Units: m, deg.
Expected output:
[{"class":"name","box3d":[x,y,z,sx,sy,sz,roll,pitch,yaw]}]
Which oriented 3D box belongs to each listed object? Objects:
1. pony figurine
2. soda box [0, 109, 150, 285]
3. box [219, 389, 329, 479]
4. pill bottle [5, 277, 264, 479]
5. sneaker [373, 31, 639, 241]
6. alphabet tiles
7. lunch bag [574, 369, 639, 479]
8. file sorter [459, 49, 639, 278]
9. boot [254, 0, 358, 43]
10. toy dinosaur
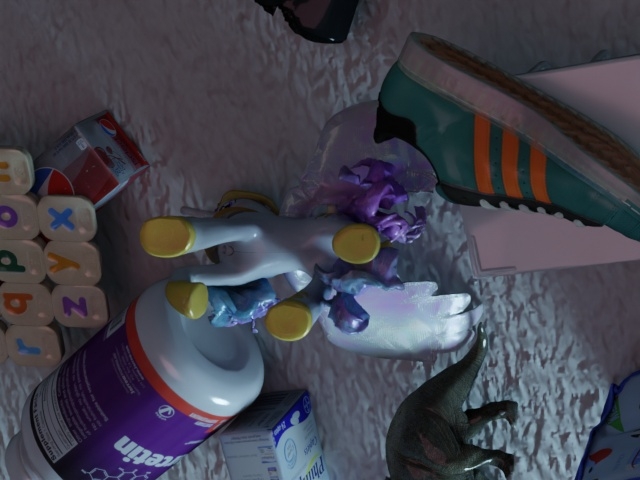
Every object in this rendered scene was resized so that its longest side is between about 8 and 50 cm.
[{"class":"pony figurine","box3d":[0.000,0.000,1.554,0.351,0.363,0.302,2,100,5]},{"class":"soda box","box3d":[-0.333,-0.042,1.781,0.263,0.083,0.092,-36,93,28]},{"class":"box","box3d":[-0.050,0.263,1.743,0.072,0.126,0.137,-8,104,22]},{"class":"pill bottle","box3d":[-0.230,0.198,1.762,0.323,0.181,0.181,-40,89,27]},{"class":"sneaker","box3d":[0.184,-0.070,1.366,0.302,0.108,0.121,35,115,18]},{"class":"alphabet tiles","box3d":[-0.388,0.020,1.761,0.278,0.021,0.284,1,115,13]},{"class":"lunch bag","box3d":[0.444,0.256,1.433,0.386,0.328,0.238,11,112,16]},{"class":"file sorter","box3d":[0.288,-0.092,1.467,0.278,0.173,0.192,-7,103,23]},{"class":"boot","box3d":[0.053,-0.297,1.538,0.246,0.094,0.207,27,111,19]},{"class":"toy dinosaur","box3d":[0.134,0.244,1.658,0.160,0.121,0.313,6,118,2]}]
